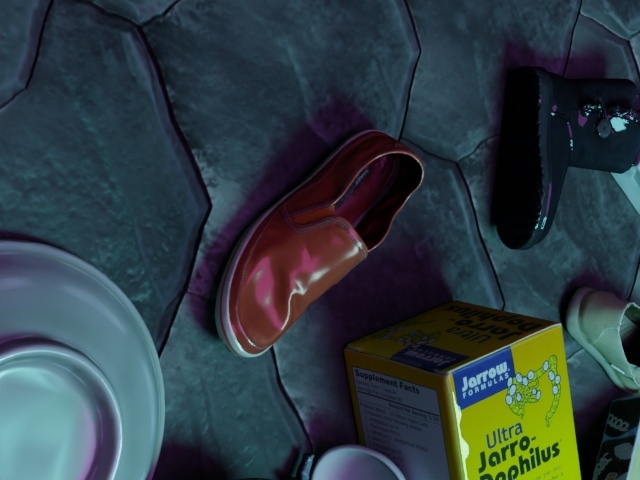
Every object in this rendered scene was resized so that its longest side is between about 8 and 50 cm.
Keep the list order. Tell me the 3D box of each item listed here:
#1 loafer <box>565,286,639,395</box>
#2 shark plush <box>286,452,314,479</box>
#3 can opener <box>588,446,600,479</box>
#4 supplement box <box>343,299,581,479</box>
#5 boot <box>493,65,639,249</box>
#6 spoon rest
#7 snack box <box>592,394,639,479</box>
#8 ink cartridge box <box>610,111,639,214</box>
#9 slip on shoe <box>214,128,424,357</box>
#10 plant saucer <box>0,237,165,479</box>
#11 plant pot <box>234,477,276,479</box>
[{"bbox_3d":[0.450,0.156,2.002,0.268,0.092,0.102,33,77,-36],"label":"loafer"},{"bbox_3d":[-0.034,0.337,1.702,0.067,0.073,0.161,12,73,-62],"label":"shark plush"},{"bbox_3d":[0.409,0.386,2.030,0.073,0.059,0.186,-14,96,-8],"label":"can opener"},{"bbox_3d":[0.186,0.280,1.753,0.195,0.194,0.357,-20,108,-34],"label":"supplement box"},{"bbox_3d":[0.338,-0.104,1.878,0.207,0.094,0.247,5,87,-34],"label":"boot"},{"bbox_3d":[0.053,0.375,1.717,0.084,0.137,0.276,-34,124,-55],"label":"spoon rest"},{"bbox_3d":[0.434,0.381,1.939,0.187,0.060,0.322,60,32,-19],"label":"snack box"},{"bbox_3d":[0.501,-0.142,2.016,0.198,0.067,0.115,-51,123,-18],"label":"ink cartridge box"},{"bbox_3d":[0.000,0.000,1.634,0.331,0.101,0.123,-48,123,-20],"label":"slip on shoe"},{"bbox_3d":[-0.312,0.200,1.425,0.400,0.100,0.401,-6,100,-37],"label":"plant saucer"},{"bbox_3d":[-0.093,0.382,1.597,0.237,0.109,0.237,1,88,-27],"label":"plant pot"}]
